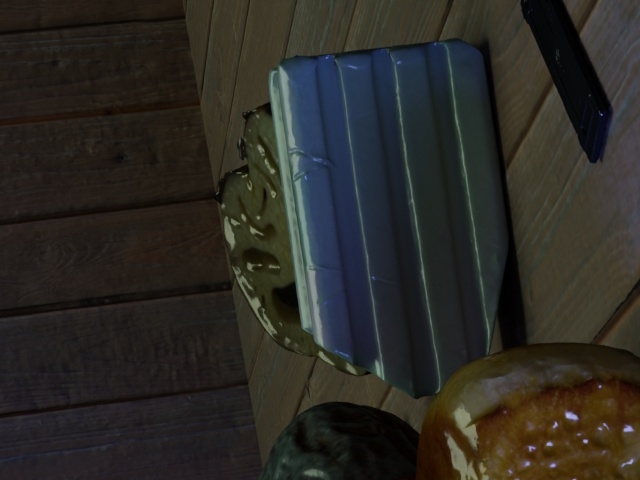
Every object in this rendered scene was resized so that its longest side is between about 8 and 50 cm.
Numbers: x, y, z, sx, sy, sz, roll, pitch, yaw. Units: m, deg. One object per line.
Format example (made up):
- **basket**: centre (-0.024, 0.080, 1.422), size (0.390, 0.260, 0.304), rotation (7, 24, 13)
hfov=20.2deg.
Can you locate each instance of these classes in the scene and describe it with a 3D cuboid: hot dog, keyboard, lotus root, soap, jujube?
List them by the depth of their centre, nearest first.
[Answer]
- **hot dog**: centre (0.186, 0.284, 1.431), size (0.223, 0.185, 0.405), rotation (158, 105, -77)
- **keyboard**: centre (0.203, -0.156, 1.517), size (0.061, 0.013, 0.204), rotation (93, 165, -48)
- **soap**: centre (0.075, -0.017, 1.786), size (0.115, 0.208, 0.346), rotation (162, 99, -82)
- **jujube**: centre (0.057, 0.312, 2.075), size (0.246, 0.215, 0.308), rotation (46, 178, -33)
- **lotus root**: centre (0.000, 0.000, 2.320), size (0.375, 0.111, 0.390), rotation (67, 151, 17)

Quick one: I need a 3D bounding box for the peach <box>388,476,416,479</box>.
- **peach**: centre (0.074, 0.435, 1.709), size (0.335, 0.310, 0.405), rotation (-84, -20, -65)
